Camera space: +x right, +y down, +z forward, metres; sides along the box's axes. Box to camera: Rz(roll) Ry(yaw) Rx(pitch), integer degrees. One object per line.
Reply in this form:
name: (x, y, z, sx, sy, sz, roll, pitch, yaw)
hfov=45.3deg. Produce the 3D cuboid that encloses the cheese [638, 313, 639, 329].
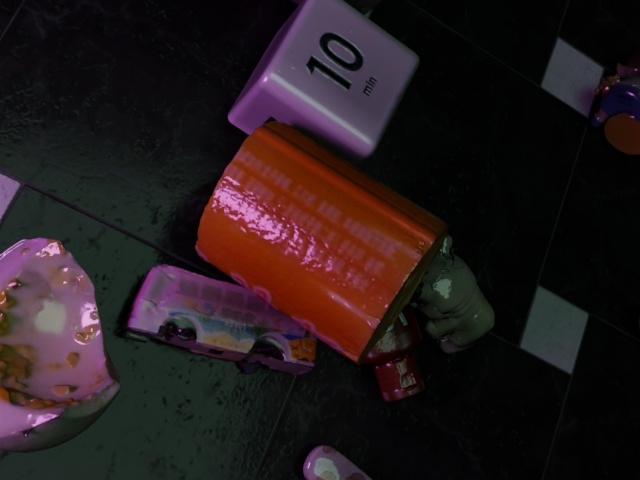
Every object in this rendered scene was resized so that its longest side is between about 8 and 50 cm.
cheese: (0.650, 0.193, 1.420, 0.048, 0.092, 0.171, -29, 92, -17)

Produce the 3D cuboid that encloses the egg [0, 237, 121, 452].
egg: (-0.357, 0.157, 0.979, 0.206, 0.162, 0.271, -27, 55, 6)

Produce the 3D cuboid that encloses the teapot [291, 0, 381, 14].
teapot: (-0.062, -0.512, 1.157, 0.312, 0.315, 0.233, 18, 109, -43)

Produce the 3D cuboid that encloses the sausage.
sausage: (0.000, 0.000, 1.066, 0.287, 0.233, 0.233, 35, 68, 12)

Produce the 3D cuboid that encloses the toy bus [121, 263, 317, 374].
toy bus: (-0.140, 0.121, 1.110, 0.274, 0.090, 0.112, 17, 68, -19)

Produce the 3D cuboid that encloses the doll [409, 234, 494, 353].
doll: (0.207, 0.093, 1.231, 0.192, 0.095, 0.149, 49, 57, -27)

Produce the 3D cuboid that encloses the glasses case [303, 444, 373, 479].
glasses case: (0.044, 0.376, 1.165, 0.164, 0.041, 0.063, 43, 68, -11)

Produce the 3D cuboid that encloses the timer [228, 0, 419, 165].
timer: (0.002, -0.231, 1.174, 0.195, 0.194, 0.192, 33, 70, -15)

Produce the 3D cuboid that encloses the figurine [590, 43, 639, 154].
figurine: (0.647, -0.300, 1.486, 0.275, 0.161, 0.158, -45, 139, -20)

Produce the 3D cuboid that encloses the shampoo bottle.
shampoo bottle: (0.084, 0.094, 1.214, 0.118, 0.076, 0.314, -16, 87, -27)
